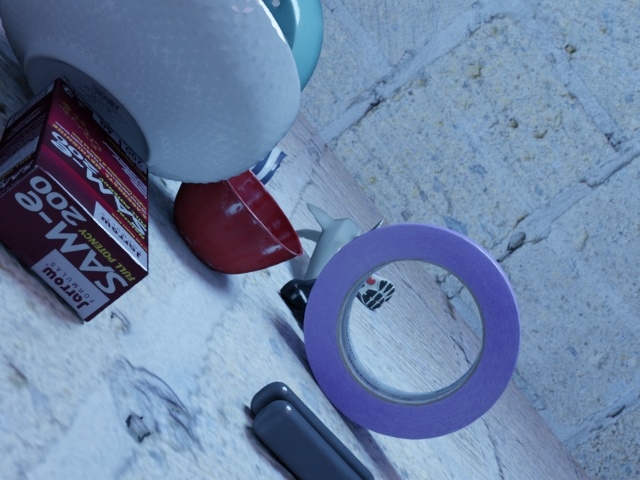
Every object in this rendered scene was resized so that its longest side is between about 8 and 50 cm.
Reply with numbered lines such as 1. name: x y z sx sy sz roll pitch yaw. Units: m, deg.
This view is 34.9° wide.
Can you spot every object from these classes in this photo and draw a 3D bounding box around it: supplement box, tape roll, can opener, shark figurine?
1. supplement box: -0.218 -0.046 0.895 0.130 0.073 0.239 48 11 -26
2. tape roll: 0.120 0.114 1.324 0.275 0.275 0.090 53 10 5
3. can opener: 0.049 0.242 1.045 0.283 0.095 0.076 49 9 -21
4. shark figurine: 0.012 -0.017 1.687 0.116 0.166 0.278 41 9 -6

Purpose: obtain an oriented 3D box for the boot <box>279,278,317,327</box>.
1. boot: -0.004 0.104 1.479 0.099 0.045 0.121 53 16 18

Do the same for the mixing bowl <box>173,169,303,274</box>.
1. mixing bowl: -0.115 -0.026 1.249 0.181 0.098 0.181 51 8 -10

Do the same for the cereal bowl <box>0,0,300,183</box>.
1. cereal bowl: -0.197 -0.177 1.042 0.339 0.141 0.339 29 -26 15

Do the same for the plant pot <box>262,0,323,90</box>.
1. plant pot: -0.128 -0.270 1.282 0.293 0.293 0.235 50 2 -14

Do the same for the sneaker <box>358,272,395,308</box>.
1. sneaker: 0.084 0.072 1.984 0.170 0.068 0.071 43 7 -42

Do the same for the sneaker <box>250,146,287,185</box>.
1. sneaker: -0.144 -0.195 1.747 0.153 0.099 0.282 41 21 -33
